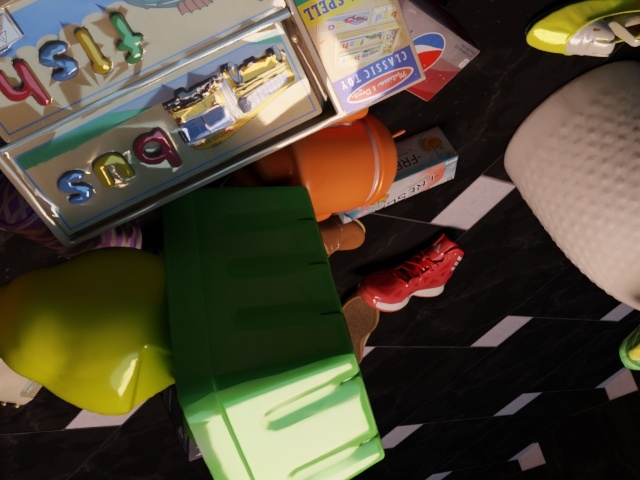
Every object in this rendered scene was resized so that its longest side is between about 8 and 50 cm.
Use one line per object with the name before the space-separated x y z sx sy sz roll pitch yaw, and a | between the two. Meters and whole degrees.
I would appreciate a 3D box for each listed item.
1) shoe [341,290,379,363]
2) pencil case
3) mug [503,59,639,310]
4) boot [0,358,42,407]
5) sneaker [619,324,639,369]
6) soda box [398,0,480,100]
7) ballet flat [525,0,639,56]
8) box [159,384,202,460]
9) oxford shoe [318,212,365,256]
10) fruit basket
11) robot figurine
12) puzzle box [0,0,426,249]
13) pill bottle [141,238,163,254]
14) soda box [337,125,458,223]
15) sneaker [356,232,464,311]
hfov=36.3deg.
shoe | 0.060 0.150 1.775 0.076 0.058 0.219 9 140 -4
pencil case | -0.282 -0.024 1.111 0.088 0.086 0.206 -64 154 -6
mug | 0.527 -0.080 1.514 0.374 0.328 0.276 -20 152 -17
boot | -0.477 0.200 1.316 0.213 0.077 0.165 -38 154 10
sneaker | 0.542 0.123 1.429 0.295 0.109 0.123 -9 170 -38
soda box | 0.065 -0.242 1.063 0.092 0.083 0.263 -42 150 21
ballet flat | 0.386 -0.285 1.303 0.231 0.077 0.077 -17 151 -22
box | -0.205 0.202 1.459 0.059 0.183 0.233 -18 152 -20
oxford shoe | 0.000 0.000 1.429 0.212 0.076 0.076 5 136 -50
fruit basket | -0.150 0.115 1.046 0.392 0.392 0.283 -24 129 -10
robot figurine | 0.003 -0.094 1.212 0.219 0.158 0.128 -11 -171 -32
puzzle box | -0.128 -0.173 0.905 0.409 0.052 0.272 -26 134 3
pill bottle | -0.218 0.069 1.284 0.219 0.123 0.123 -25 153 -8
soda box | 0.100 -0.093 1.375 0.183 0.063 0.058 -23 152 -12
sneaker | 0.160 0.041 1.667 0.221 0.087 0.128 -16 144 -49
